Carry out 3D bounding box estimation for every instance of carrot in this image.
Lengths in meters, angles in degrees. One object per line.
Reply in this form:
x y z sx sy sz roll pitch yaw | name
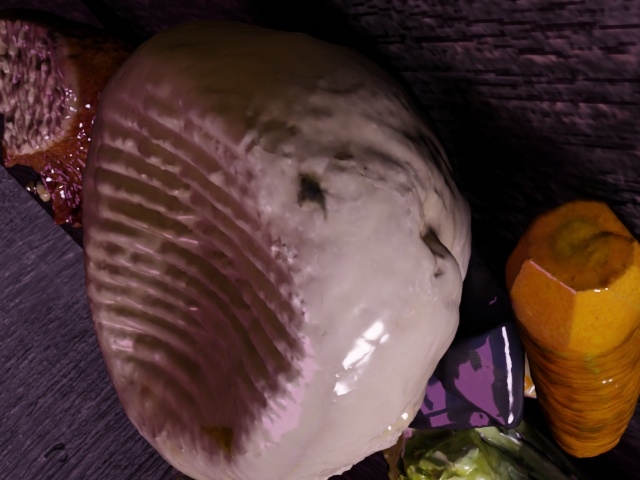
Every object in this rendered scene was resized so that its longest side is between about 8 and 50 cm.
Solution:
0.129 0.062 0.811 0.066 0.066 0.314 40 169 21 | carrot

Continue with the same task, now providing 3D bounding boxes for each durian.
0.114 0.164 1.097 0.375 0.106 0.132 39 176 -6 | durian

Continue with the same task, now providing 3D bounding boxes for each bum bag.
0.021 0.053 0.968 0.310 0.074 0.137 -17 90 56 | bum bag

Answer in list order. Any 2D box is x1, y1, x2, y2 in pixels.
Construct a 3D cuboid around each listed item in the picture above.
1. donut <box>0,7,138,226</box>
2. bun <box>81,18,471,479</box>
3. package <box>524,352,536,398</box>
-0.153 -0.091 1.174 0.126 0.144 0.186 14 118 58 | donut
-0.018 0.005 0.829 0.259 0.160 0.259 25 123 47 | bun
0.099 0.058 0.991 0.121 0.031 0.108 48 168 -25 | package
